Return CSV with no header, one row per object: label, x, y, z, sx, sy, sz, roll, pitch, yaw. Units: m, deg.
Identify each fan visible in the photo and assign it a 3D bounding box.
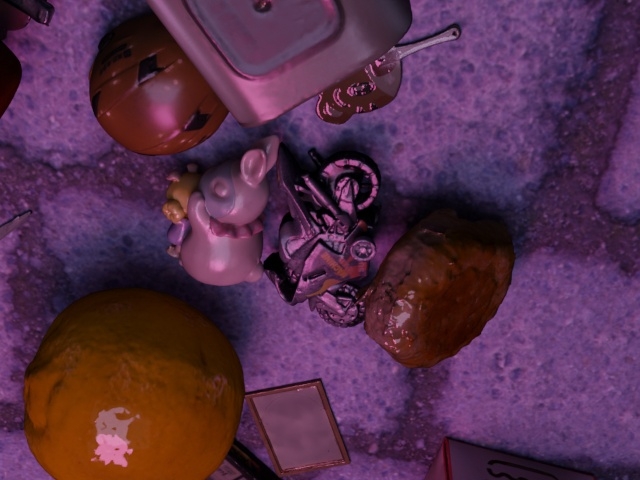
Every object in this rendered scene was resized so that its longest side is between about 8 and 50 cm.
fan,0.083,-0.248,1.411,0.227,0.008,0.152,-16,121,13

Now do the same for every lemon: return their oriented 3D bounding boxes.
lemon,-0.277,0.234,1.555,0.348,0.348,0.348,1,123,1

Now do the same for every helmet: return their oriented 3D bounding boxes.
helmet,-0.218,-0.196,1.385,0.224,0.130,0.198,-31,114,22

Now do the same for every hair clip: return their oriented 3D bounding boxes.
hair clip,-0.431,-0.331,1.355,0.187,0.056,0.146,19,123,0

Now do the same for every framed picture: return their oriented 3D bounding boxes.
framed picture,-0.038,0.328,1.794,0.136,0.010,0.201,-13,122,9

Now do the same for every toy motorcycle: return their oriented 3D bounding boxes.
toy motorcycle,0.000,0.000,1.522,0.173,0.108,0.307,5,121,5

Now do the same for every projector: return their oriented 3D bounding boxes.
projector,-0.059,-0.321,1.224,0.248,0.248,0.249,-28,118,18

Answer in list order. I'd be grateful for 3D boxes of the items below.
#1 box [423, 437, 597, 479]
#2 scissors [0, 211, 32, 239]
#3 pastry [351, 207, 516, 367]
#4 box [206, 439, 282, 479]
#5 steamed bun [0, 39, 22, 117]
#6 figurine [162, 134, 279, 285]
box,0.306,0.572,1.769,0.314,0.300,0.312,16,122,-7
scissors,-0.544,0.018,1.604,0.144,0.017,0.247,33,117,-19
pastry,0.170,0.070,1.512,0.257,0.121,0.236,0,121,-45
box,-0.201,0.445,1.850,0.211,0.058,0.350,-33,116,19
steamed bun,-0.566,-0.176,1.338,0.379,0.248,0.235,-38,118,23
figurine,-0.140,-0.059,1.477,0.155,0.127,0.235,28,127,22
